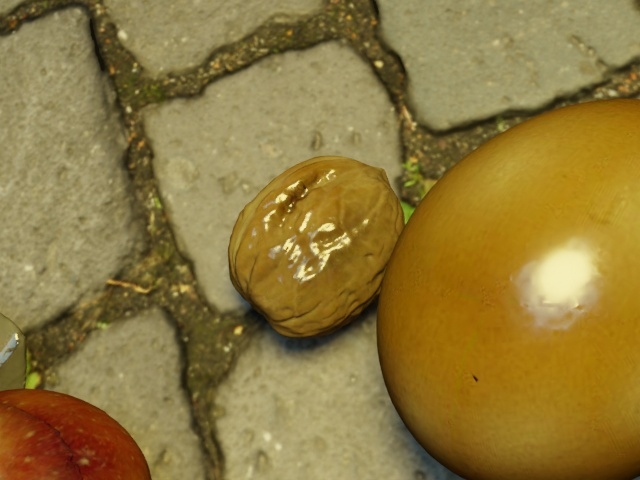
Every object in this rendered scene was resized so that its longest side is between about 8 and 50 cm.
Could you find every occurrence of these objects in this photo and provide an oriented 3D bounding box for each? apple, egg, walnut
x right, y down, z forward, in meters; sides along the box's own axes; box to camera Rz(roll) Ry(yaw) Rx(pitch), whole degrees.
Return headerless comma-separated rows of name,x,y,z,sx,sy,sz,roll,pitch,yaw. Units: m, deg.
apple,-0.271,0.264,0.822,0.252,0.206,0.271,-2,66,21
egg,0.204,0.041,0.775,0.283,0.282,0.351,36,79,21
walnut,0.000,0.000,0.903,0.155,0.155,0.184,39,78,21

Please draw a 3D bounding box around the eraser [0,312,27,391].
eraser,-0.420,0.215,0.935,0.111,0.077,0.352,31,78,23
